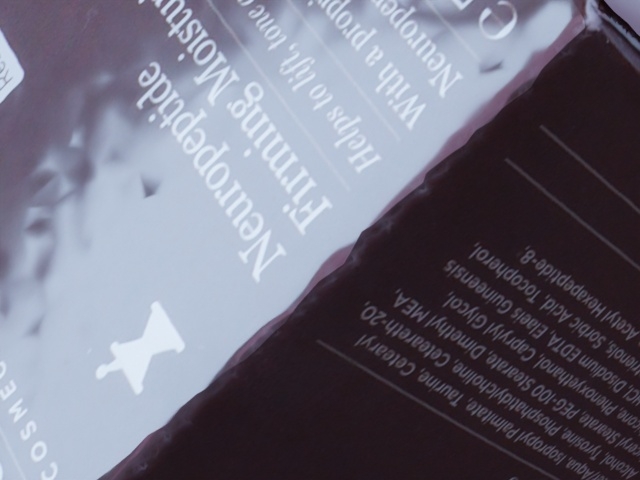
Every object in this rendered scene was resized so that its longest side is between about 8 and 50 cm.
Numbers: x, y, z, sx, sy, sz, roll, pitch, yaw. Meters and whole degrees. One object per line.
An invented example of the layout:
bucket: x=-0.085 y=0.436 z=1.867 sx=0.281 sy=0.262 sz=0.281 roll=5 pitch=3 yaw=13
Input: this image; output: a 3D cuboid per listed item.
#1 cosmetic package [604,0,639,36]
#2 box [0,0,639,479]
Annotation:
cosmetic package: x=0.036 y=0.087 z=0.596 sx=0.377 sy=0.097 sz=0.284 roll=-47 pitch=46 yaw=8
box: x=0.000 y=0.000 z=0.492 sx=0.203 sy=0.167 sz=0.168 roll=-44 pitch=49 yaw=11
